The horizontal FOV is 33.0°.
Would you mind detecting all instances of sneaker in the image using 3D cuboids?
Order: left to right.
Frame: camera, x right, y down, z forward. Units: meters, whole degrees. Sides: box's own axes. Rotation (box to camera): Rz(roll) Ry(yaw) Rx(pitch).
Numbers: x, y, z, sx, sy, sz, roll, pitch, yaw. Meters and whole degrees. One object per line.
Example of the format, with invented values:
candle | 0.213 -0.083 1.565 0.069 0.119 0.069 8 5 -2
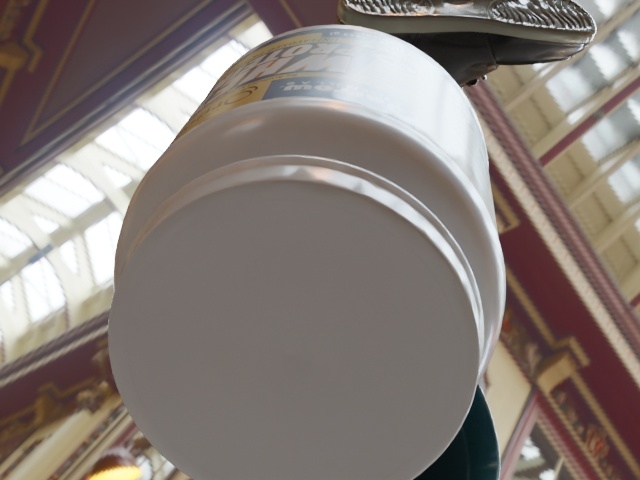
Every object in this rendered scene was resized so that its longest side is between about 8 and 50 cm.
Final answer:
sneaker | 0.120 -0.160 0.943 0.222 0.083 0.118 2 -47 -4

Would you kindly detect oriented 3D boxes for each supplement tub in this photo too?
supplement tub | 0.000 0.000 0.438 0.144 0.200 0.144 2 -68 5

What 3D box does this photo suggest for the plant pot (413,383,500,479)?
plant pot | 0.044 0.256 1.370 0.255 0.272 0.272 -31 -79 31
